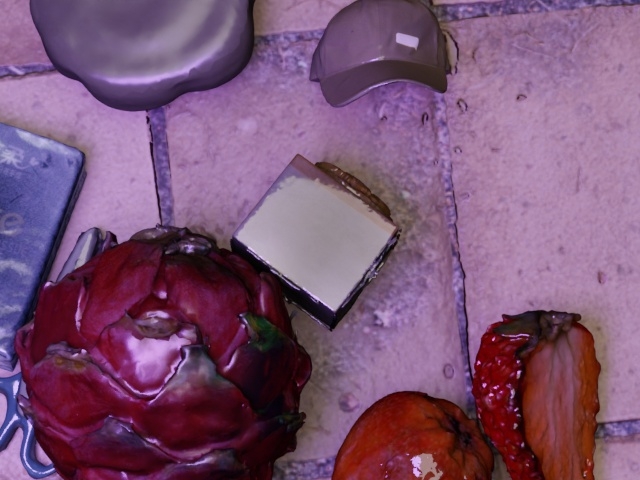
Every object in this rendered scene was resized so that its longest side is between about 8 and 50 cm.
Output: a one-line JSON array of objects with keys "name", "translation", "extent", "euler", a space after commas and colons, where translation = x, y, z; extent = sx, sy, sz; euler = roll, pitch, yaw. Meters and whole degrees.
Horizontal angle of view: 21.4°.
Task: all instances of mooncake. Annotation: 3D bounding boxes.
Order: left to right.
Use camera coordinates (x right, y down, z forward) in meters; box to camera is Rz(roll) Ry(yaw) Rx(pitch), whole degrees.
[{"name": "mooncake", "translation": [-0.197, -0.275, 1.934], "extent": [0.275, 0.135, 0.275], "euler": [0, 81, 2]}]

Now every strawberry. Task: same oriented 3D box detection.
[{"name": "strawberry", "translation": [0.228, 0.194, 1.889], "extent": [0.111, 0.190, 0.236], "euler": [-2, 95, 38]}]

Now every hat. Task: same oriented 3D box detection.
[{"name": "hat", "translation": [0.072, -0.223, 1.919], "extent": [0.166, 0.173, 0.144], "euler": [-6, 88, -4]}]

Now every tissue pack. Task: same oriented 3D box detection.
[{"name": "tissue pack", "translation": [-0.387, -0.003, 1.890], "extent": [0.185, 0.081, 0.257], "euler": [18, 70, -2]}]

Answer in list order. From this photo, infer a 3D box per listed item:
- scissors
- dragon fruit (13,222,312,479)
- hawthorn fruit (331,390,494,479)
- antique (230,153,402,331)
[{"name": "scissors", "translation": [-0.305, 0.119, 1.915], "extent": [0.138, 0.041, 0.289], "euler": [19, 82, 9]}, {"name": "dragon fruit", "translation": [-0.163, 0.148, 1.786], "extent": [0.329, 0.329, 0.329], "euler": [0, 82, -2]}, {"name": "hawthorn fruit", "translation": [0.102, 0.257, 1.855], "extent": [0.173, 0.173, 0.179], "euler": [17, 100, 1]}, {"name": "antique", "translation": [0.000, 0.000, 1.893], "extent": [0.152, 0.147, 0.148], "euler": [36, 80, 4]}]
